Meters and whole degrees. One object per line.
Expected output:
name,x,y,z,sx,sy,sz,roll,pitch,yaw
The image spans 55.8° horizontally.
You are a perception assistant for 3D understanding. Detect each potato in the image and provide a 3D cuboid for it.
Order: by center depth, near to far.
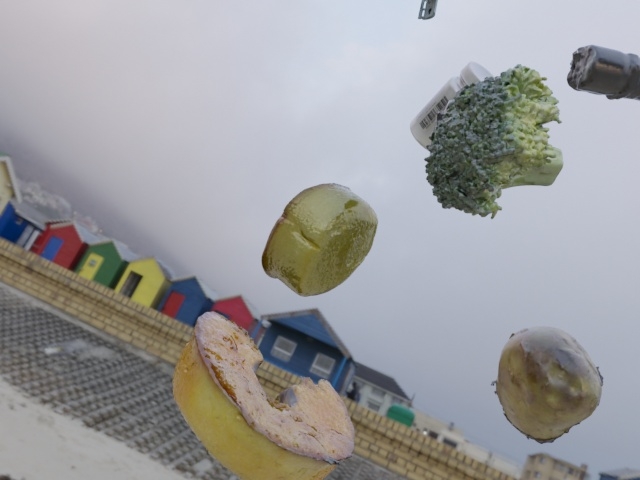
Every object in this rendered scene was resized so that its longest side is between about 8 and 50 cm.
potato,0.561,0.321,1.514,0.289,0.300,0.237,23,-25,38

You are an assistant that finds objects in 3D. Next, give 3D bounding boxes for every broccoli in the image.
broccoli,0.315,-0.167,1.065,0.244,0.262,0.247,12,4,-21

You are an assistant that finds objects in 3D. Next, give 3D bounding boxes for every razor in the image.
razor,0.201,-0.653,1.525,0.232,0.105,0.068,13,-3,-29

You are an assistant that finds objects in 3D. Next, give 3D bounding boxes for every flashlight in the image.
flashlight,0.741,-0.337,1.304,0.424,0.103,0.103,8,-11,-12

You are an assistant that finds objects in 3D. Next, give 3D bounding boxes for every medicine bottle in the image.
medicine bottle,0.283,-0.278,1.276,0.103,0.102,0.186,30,-51,-16

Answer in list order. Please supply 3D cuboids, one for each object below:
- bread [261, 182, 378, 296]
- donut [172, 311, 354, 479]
bread,0.000,0.000,1.321,0.148,0.270,0.270,40,-6,30
donut,-0.135,0.365,1.290,0.435,0.163,0.377,37,10,-10
